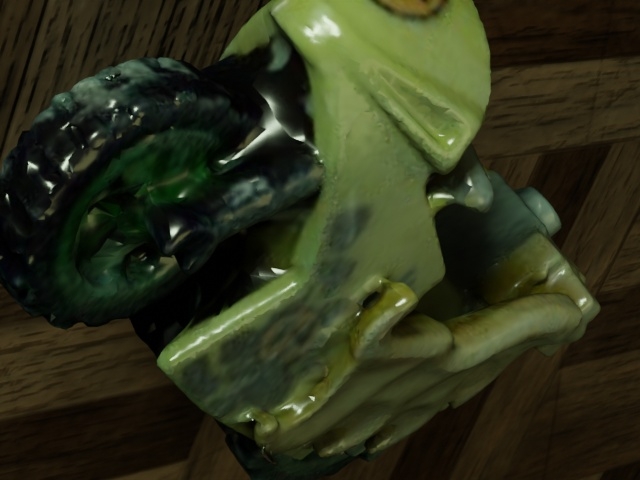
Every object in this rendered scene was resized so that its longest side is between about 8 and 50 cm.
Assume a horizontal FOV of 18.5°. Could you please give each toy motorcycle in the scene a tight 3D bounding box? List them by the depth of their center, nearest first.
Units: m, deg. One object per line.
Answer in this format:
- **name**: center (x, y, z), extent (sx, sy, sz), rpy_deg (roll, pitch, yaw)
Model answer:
- **toy motorcycle**: center (0.000, 0.000, 0.966), extent (0.237, 0.169, 0.410), rpy_deg (-38, 152, 0)
